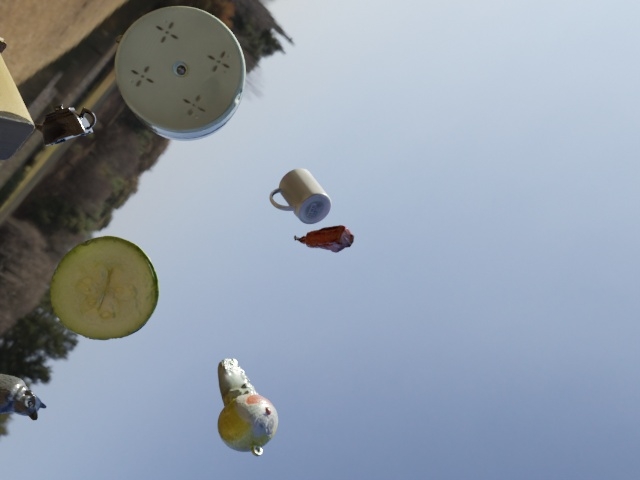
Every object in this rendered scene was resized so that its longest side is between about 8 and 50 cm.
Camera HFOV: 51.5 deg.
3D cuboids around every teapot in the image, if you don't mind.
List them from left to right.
[{"bbox_3d":[-0.717,-0.329,1.854,0.177,0.096,0.087,-17,-170,0],"label":"teapot"}]

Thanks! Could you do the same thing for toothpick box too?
[{"bbox_3d":[-0.883,-0.374,1.700,0.190,0.308,0.187,-39,160,21],"label":"toothpick box"}]

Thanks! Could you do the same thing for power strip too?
[{"bbox_3d":[-0.380,-0.448,1.782,0.357,0.357,0.161,-53,-172,-5],"label":"power strip"}]

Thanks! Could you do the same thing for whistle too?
[{"bbox_3d":[-0.152,0.325,1.325,0.123,0.123,0.223,-42,-131,23],"label":"whistle"}]

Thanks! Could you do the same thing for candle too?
[{"bbox_3d":[0.000,0.000,1.325,0.048,0.053,0.162,-19,-171,-36],"label":"candle"}]

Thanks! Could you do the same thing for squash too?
[{"bbox_3d":[-0.445,0.099,1.374,0.219,0.219,0.041,-56,-172,-13],"label":"squash"}]

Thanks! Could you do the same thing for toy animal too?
[{"bbox_3d":[-0.658,0.311,1.314,0.117,0.210,0.121,-52,-177,11],"label":"toy animal"}]

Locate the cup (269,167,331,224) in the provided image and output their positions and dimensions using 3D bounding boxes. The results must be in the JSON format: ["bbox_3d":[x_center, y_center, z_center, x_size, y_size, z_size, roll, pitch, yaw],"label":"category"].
[{"bbox_3d":[-0.057,-0.107,1.750,0.136,0.099,0.133,-32,-133,-4],"label":"cup"}]
